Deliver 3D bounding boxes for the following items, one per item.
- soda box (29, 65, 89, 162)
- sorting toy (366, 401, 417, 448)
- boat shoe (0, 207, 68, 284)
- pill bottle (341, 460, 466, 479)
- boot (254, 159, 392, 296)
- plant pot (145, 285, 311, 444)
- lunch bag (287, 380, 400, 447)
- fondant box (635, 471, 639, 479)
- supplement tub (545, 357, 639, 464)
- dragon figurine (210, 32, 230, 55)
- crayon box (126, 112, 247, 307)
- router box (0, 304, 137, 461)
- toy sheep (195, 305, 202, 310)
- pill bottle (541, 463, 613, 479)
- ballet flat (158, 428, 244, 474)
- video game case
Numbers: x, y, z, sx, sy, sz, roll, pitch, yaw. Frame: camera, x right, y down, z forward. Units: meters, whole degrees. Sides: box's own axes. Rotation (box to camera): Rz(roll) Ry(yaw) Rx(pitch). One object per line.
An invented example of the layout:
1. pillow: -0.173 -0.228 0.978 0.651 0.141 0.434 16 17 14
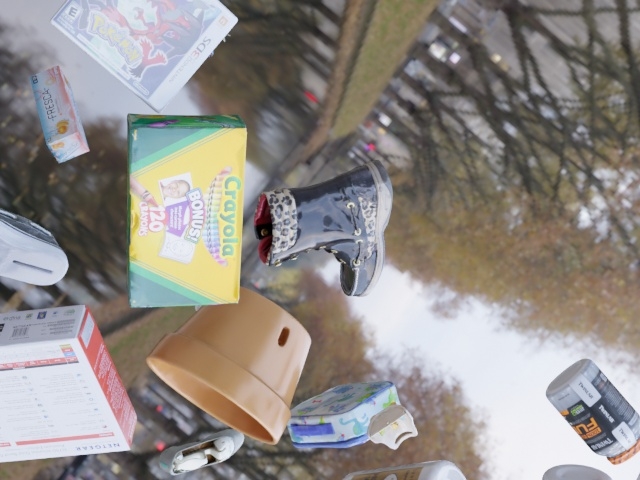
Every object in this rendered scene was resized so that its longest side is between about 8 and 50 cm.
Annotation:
1. soda box: -0.475 -0.230 1.819 0.063 0.183 0.058 -22 145 -2
2. sorting toy: 0.132 0.333 1.772 0.083 0.075 0.045 -35 -154 8
3. boat shoe: -0.646 -0.008 1.932 0.121 0.335 0.119 -48 -134 11
4. pill bottle: 0.088 0.388 1.413 0.229 0.131 0.131 -16 -159 32
5. boot: 0.000 0.000 2.218 0.284 0.138 0.377 -12 140 -20
6. plant pot: -0.153 0.221 1.889 0.203 0.291 0.291 -57 -176 -20
7. lunch bag: 0.043 0.355 2.023 0.176 0.090 0.219 -21 -176 -42
8. fondant box: 0.502 0.399 1.391 0.238 0.096 0.330 -43 137 -44
9. supplement tub: 0.537 0.333 1.937 0.117 0.190 0.117 -41 177 -3
10. dragon figurine: -0.241 -0.434 1.819 0.085 0.289 0.144 -17 171 13
11. crayon box: -0.200 -0.044 1.476 0.081 0.165 0.278 -124 -144 -65
12. router box: -0.530 0.261 1.763 0.082 0.335 0.301 -88 169 -49
13. toy sheep: -0.254 0.160 2.369 0.091 0.132 0.091 -39 146 -32
14. pill bottle: 0.519 0.603 2.045 0.146 0.146 0.264 -56 148 -78
15. ballet flat: -0.249 0.471 2.203 0.213 0.072 0.068 -10 -166 -33
16. video game case: -0.250 -0.316 1.437 0.183 0.201 0.023 -51 -159 -2
